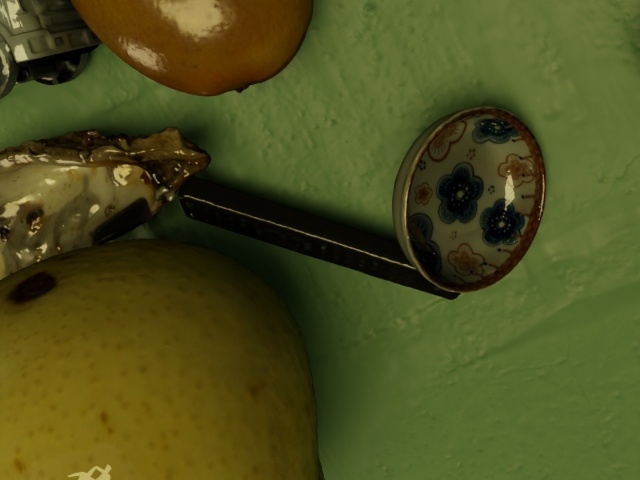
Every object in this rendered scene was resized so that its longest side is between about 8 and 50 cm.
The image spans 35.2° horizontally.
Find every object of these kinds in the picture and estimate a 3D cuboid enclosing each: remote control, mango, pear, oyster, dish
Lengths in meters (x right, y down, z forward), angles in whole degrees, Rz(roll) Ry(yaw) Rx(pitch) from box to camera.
[{"bbox_3d":[0.000,0.000,0.823,0.245,0.063,0.025,18,70,3],"label":"remote control"},{"bbox_3d":[-0.108,-0.198,0.726,0.221,0.120,0.152,35,92,1],"label":"mango"},{"bbox_3d":[-0.151,0.169,0.764,0.348,0.348,0.349,4,112,10],"label":"pear"},{"bbox_3d":[-0.232,-0.022,0.848,0.344,0.079,0.129,-21,108,25],"label":"oyster"},{"bbox_3d":[0.097,-0.036,0.778,0.141,0.078,0.141,-9,106,-32],"label":"dish"}]

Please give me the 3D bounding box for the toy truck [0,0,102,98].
[{"bbox_3d":[-0.361,-0.167,0.777,0.367,0.146,0.175,-8,105,14],"label":"toy truck"}]
